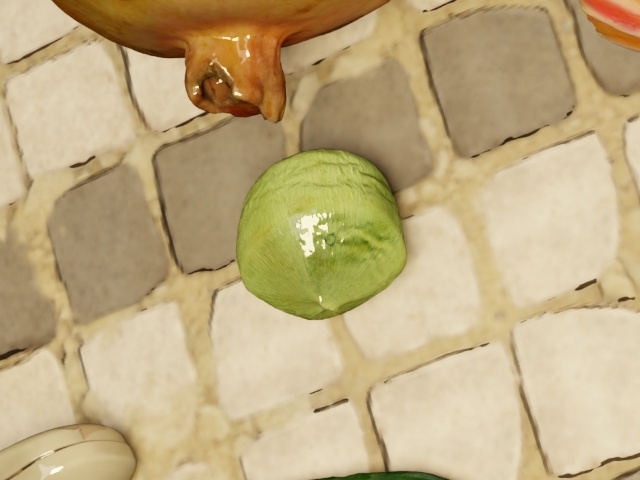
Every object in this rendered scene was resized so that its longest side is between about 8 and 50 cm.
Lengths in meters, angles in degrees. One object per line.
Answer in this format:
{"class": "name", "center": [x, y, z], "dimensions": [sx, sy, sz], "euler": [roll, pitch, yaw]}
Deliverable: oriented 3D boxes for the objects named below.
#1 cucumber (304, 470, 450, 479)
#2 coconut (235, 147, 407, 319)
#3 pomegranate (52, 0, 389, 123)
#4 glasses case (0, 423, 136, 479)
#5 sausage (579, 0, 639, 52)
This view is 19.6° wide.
{"class": "cucumber", "center": [0.015, 0.138, 0.940], "dimensions": [0.168, 0.039, 0.039], "euler": [-9, 80, 27]}
{"class": "coconut", "center": [0.000, 0.000, 0.938], "dimensions": [0.088, 0.088, 0.096], "euler": [-25, 45, 22]}
{"class": "pomegranate", "center": [-0.049, -0.190, 0.905], "dimensions": [0.252, 0.229, 0.270], "euler": [-1, 89, 27]}
{"class": "glasses case", "center": [-0.189, 0.161, 1.013], "dimensions": [0.204, 0.081, 0.051], "euler": [-34, 69, 17]}
{"class": "sausage", "center": [0.270, -0.150, 0.744], "dimensions": [0.287, 0.233, 0.233], "euler": [22, 94, 27]}
